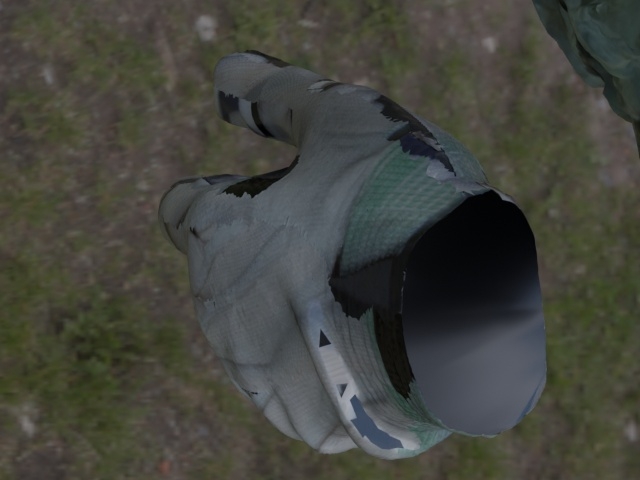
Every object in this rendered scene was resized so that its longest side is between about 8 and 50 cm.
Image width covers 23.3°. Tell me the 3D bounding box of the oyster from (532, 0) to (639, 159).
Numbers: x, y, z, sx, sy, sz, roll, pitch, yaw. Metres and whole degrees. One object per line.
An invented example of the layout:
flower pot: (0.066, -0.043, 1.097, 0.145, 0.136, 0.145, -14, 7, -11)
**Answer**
oyster: (0.140, -0.103, 0.468, 0.158, 0.162, 0.351, 6, 74, -30)

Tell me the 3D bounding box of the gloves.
gloves: (-0.005, 0.007, 0.575, 0.111, 0.212, 0.127, -45, 117, -23)
